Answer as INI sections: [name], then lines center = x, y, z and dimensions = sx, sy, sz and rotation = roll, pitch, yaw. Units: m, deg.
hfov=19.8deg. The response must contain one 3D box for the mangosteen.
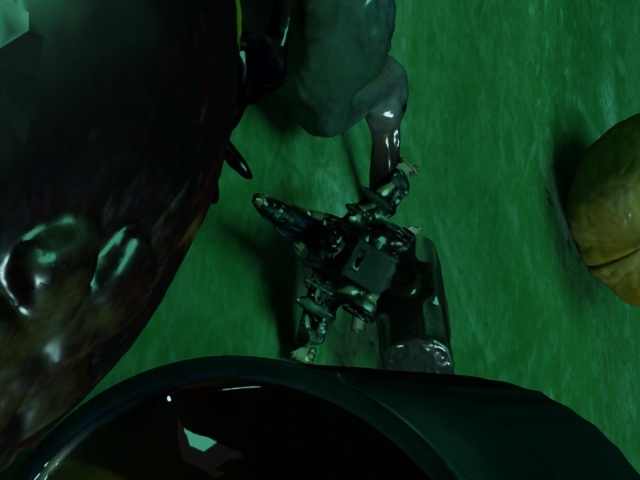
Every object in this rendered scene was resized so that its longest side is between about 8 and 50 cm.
[mangosteen]
center = -0.163, -0.055, 0.495
dimensions = 0.288, 0.288, 0.288
rotation = 31, 55, -59

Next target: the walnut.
[walnut]
center = 0.294, -0.029, 1.559
dimensions = 0.197, 0.165, 0.165
rotation = -31, 110, -55

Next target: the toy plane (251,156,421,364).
[toy plane]
center = 0.010, 0.005, 1.018
dimensions = 0.135, 0.062, 0.188
rotation = -61, 163, -2

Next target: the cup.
[cup]
center = 0.026, 0.203, 0.821
dimensions = 0.292, 0.242, 0.308
rotation = 6, 74, -67

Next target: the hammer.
[hammer]
center = 0.104, 0.169, 1.213
dimensions = 0.111, 0.043, 0.365
rotation = -94, 166, -56

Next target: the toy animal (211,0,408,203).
[toy animal]
center = -0.007, -0.115, 1.028
dimensions = 0.324, 0.090, 0.195
rotation = 2, 104, -69
